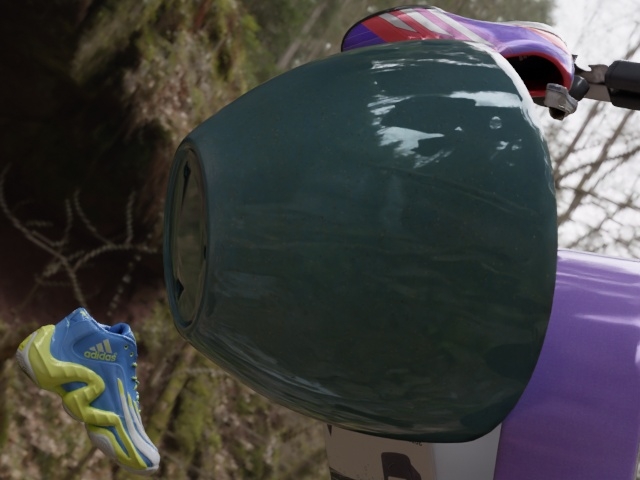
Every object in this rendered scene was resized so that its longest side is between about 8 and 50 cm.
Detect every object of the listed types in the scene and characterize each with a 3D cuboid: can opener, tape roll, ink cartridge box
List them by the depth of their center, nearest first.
[{"bbox_3d":[0.203,0.146,0.761,0.090,0.275,0.275,8,-19,20],"label":"tape roll"},{"bbox_3d":[0.090,0.205,0.907,0.172,0.100,0.237,9,-69,57],"label":"ink cartridge box"},{"bbox_3d":[0.426,-0.204,1.404,0.283,0.095,0.076,20,-25,43],"label":"can opener"}]

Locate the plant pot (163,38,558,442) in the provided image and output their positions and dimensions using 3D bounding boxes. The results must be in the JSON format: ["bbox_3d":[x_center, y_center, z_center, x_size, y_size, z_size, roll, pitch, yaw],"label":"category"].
[{"bbox_3d":[0.000,0.000,0.685,0.195,0.290,0.290,0,1,-21],"label":"plant pot"}]

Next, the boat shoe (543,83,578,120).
[{"bbox_3d":[0.302,-0.169,1.248,0.035,0.035,0.100,19,1,22],"label":"boat shoe"}]

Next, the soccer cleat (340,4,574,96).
[{"bbox_3d":[0.188,-0.248,1.338,0.318,0.108,0.116,4,33,-4],"label":"soccer cleat"}]

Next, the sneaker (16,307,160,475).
[{"bbox_3d":[-0.250,0.180,1.204,0.240,0.126,0.091,52,-13,-27],"label":"sneaker"}]
